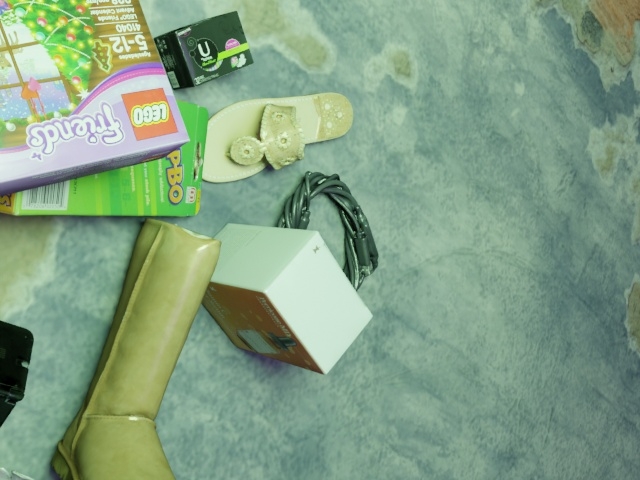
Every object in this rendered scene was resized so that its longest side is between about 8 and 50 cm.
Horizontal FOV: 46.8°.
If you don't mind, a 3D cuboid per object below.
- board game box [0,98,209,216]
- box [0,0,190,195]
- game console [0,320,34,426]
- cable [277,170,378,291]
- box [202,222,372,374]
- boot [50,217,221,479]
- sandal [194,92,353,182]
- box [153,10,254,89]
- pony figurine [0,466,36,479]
[{"bbox_3d":[-0.196,-0.086,0.718,0.259,0.039,0.124,-2,100,-62],"label":"board game box"},{"bbox_3d":[-0.260,-0.130,0.530,0.293,0.057,0.200,-21,91,-39],"label":"box"},{"bbox_3d":[-0.345,0.125,0.685,0.122,0.071,0.107,28,46,-39],"label":"game console"},{"bbox_3d":[0.000,0.000,0.949,0.151,0.047,0.184,-32,116,-28],"label":"cable"},{"bbox_3d":[-0.052,0.060,0.822,0.091,0.171,0.130,-48,121,-26],"label":"box"},{"bbox_3d":[-0.157,0.118,0.702,0.089,0.236,0.269,27,80,-40],"label":"boot"},{"bbox_3d":[-0.037,-0.132,0.877,0.240,0.079,0.088,-24,109,-36],"label":"sandal"},{"bbox_3d":[-0.127,-0.208,0.811,0.083,0.052,0.062,-32,114,-32],"label":"box"},{"bbox_3d":[-0.218,0.423,0.683,0.363,0.303,0.350,28,84,-54],"label":"pony figurine"}]
